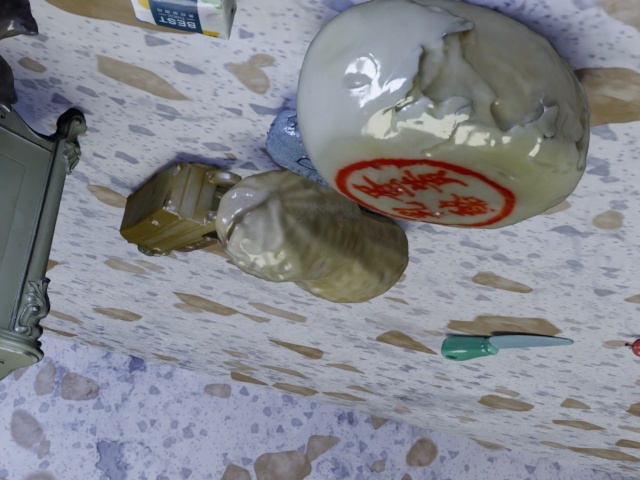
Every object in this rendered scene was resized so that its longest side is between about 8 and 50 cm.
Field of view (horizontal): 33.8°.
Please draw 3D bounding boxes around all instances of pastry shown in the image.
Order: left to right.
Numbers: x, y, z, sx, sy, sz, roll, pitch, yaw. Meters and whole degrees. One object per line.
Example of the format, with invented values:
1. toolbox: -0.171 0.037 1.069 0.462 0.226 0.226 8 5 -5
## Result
1. pastry: 0.103 -0.101 0.886 0.264 0.133 0.265 10 160 4

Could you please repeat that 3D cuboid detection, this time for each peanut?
1. peanut: 0.000 0.000 1.279 0.149 0.149 0.313 1 163 35

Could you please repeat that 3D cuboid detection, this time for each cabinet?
1. cabinet: -0.448 -0.004 1.191 0.227 0.318 0.290 28 141 -34

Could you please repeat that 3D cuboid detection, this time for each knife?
1. knife: 0.311 0.175 1.804 0.063 0.035 0.260 33 149 -34

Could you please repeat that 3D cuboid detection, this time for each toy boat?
1. toy boat: -0.180 -0.033 1.391 0.115 0.089 0.310 17 163 -22

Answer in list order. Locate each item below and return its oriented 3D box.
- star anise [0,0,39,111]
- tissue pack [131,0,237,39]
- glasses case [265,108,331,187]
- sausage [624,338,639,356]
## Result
1. star anise: -0.386 -0.219 0.921 0.359 0.139 0.316 -21 152 37
2. tissue pack: -0.114 -0.201 0.870 0.083 0.042 0.062 12 161 4
3. glasses case: 0.079 -0.073 1.096 0.282 0.067 0.109 19 165 -12
4. sausage: 0.580 0.171 1.560 0.253 0.034 0.034 5 161 28
